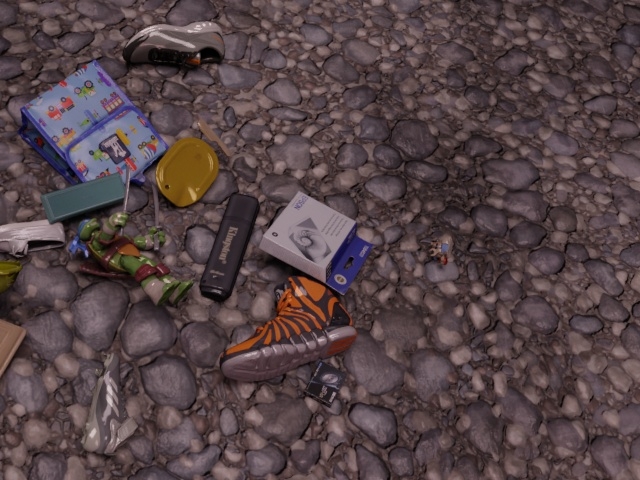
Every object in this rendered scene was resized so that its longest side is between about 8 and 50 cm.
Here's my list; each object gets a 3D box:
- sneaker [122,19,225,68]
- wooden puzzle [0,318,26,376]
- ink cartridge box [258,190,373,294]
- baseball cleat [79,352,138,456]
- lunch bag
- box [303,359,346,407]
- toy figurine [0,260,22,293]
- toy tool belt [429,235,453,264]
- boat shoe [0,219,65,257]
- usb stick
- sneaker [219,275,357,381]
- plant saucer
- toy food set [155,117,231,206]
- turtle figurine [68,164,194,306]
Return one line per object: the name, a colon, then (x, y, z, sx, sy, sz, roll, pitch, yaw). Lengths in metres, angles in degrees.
sneaker: (-0.371, -0.492, 2.187, 0.271, 0.100, 0.108, -13, 68, -20)
wooden puzzle: (-0.742, 0.234, 1.703, 0.238, 0.044, 0.221, 19, 58, 4)
ink cartridge box: (0.000, 0.000, 1.966, 0.224, 0.045, 0.223, 29, 38, 4)
baseball cleat: (-0.413, 0.331, 1.711, 0.109, 0.072, 0.206, 20, 61, -17)
lunch bag: (-0.521, -0.234, 1.998, 0.293, 0.138, 0.221, 46, 62, -1)
box: (0.010, 0.309, 1.838, 0.067, 0.018, 0.083, 28, 57, 5)
toy figurine: (-0.775, 0.148, 1.676, 0.362, 0.191, 0.217, 1, 88, -16)
toy tool belt: (0.288, 0.025, 2.060, 0.051, 0.052, 0.083, 3, 50, 26)
boat shoe: (-0.648, 0.004, 1.851, 0.184, 0.066, 0.063, -9, 61, -28)
usb stick: (-0.206, 0.010, 1.952, 0.077, 0.045, 0.278, 17, 58, -3)
sneaker: (-0.092, 0.186, 1.843, 0.321, 0.124, 0.180, -11, 58, -31)
plant saucer: (-0.522, -0.097, 1.900, 0.192, 0.018, 0.067, -22, 96, -31)
toy food set: (-0.316, -0.171, 2.031, 0.128, 0.071, 0.218, 43, 59, -14)
turtle figurine: (-0.376, -0.002, 1.834, 0.266, 0.198, 0.274, 44, 64, 10)
